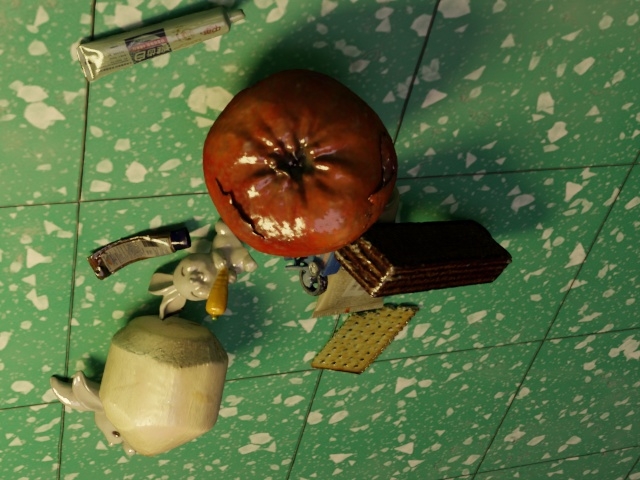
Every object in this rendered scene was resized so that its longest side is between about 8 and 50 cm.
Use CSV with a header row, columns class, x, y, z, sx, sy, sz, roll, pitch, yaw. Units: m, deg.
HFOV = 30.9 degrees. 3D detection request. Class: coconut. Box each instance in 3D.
class,x,y,z,sx,sy,sz,roll,pitch,yaw
coconut,-0.267,0.248,1.956,0.224,0.224,0.234,0,108,-26

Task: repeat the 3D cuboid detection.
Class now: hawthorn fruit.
class,x,y,z,sx,sy,sz,roll,pitch,yaw
hawthorn fruit,-0.034,-0.092,1.693,0.276,0.276,0.307,-16,168,-8

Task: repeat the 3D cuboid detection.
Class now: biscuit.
class,x,y,z,sx,sy,sz,roll,pitch,yaw
biscuit,0.081,0.187,2.222,0.144,0.016,0.203,12,130,-35
biscuit,0.180,0.026,1.929,0.388,0.107,0.073,-4,133,-51

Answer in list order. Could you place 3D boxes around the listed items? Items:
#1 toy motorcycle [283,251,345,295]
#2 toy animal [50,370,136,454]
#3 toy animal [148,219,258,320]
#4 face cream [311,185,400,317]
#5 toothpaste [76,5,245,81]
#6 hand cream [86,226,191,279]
class,x,y,z,sx,sy,sz,roll,pitch,yaw
toy motorcycle,0.000,0.000,1.907,0.076,0.114,0.205,-12,146,-35
toy animal,-0.377,0.309,2.062,0.221,0.130,0.104,18,168,-37
toy animal,-0.192,0.070,1.881,0.182,0.131,0.127,-36,176,-6
face cream,0.069,0.028,2.001,0.137,0.084,0.341,-8,143,-15
toothpaste,-0.214,-0.272,1.563,0.233,0.038,0.060,-18,137,-2
hand cream,-0.287,0.017,1.852,0.163,0.039,0.062,-17,142,2
